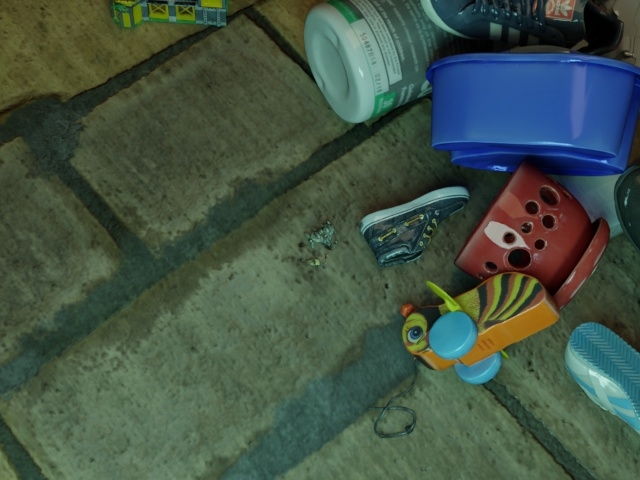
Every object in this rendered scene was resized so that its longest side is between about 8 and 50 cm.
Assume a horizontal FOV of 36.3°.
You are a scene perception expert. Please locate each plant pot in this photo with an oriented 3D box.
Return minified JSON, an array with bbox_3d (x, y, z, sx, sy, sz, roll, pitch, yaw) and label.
[{"bbox_3d":[0.319,0.002,1.454,0.174,0.191,0.191,33,64,4],"label":"plant pot"}]

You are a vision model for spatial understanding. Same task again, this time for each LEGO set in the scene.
[{"bbox_3d":[0.002,0.001,1.518,0.054,0.023,0.083,-2,62,-5],"label":"LEGO set"},{"bbox_3d":[-0.252,-0.533,1.689,0.255,0.192,0.331,11,62,2],"label":"LEGO set"}]

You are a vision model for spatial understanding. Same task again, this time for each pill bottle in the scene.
[{"bbox_3d":[0.172,-0.350,1.617,0.361,0.204,0.204,-25,67,-16],"label":"pill bottle"}]

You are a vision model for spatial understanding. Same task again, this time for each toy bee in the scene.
[{"bbox_3d":[0.179,0.124,1.392,0.298,0.195,0.162,-21,40,-3],"label":"toy bee"}]

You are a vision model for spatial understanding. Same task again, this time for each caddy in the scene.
[{"bbox_3d":[0.323,-0.207,1.469,0.342,0.241,0.179,5,85,23],"label":"caddy"}]

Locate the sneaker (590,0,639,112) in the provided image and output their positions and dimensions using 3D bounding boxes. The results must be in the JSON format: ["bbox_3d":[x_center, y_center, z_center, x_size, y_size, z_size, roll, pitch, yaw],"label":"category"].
[{"bbox_3d":[0.502,-0.337,1.666,0.210,0.137,0.366,36,60,7],"label":"sneaker"}]

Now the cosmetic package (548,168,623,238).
[{"bbox_3d":[0.417,-0.111,1.587,0.099,0.060,0.239,-23,66,-15],"label":"cosmetic package"}]

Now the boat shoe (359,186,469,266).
[{"bbox_3d":[0.159,-0.019,1.523,0.184,0.065,0.083,-20,68,-8],"label":"boat shoe"}]

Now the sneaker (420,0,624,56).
[{"bbox_3d":[0.318,-0.356,1.485,0.350,0.148,0.131,7,95,-31],"label":"sneaker"}]

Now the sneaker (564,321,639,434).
[{"bbox_3d":[0.444,0.219,1.390,0.087,0.092,0.228,-33,64,-16],"label":"sneaker"}]

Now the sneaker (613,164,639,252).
[{"bbox_3d":[0.545,0.028,1.383,0.125,0.140,0.340,-35,78,6],"label":"sneaker"}]
